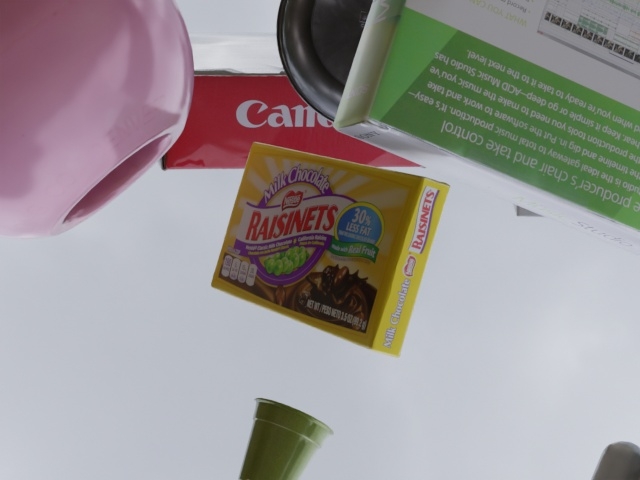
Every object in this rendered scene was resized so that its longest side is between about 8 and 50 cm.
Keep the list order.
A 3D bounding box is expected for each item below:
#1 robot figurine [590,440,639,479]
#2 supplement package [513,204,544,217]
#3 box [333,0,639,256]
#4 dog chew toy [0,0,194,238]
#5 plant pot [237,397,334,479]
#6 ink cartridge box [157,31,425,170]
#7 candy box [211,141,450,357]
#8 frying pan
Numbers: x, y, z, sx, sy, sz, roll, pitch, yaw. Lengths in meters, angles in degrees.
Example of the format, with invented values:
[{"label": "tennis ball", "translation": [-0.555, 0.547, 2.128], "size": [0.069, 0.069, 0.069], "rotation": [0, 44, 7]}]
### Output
[{"label": "robot figurine", "translation": [0.337, 0.266, 1.226], "size": [0.300, 0.200, 0.353], "rotation": [19, -87, 36]}, {"label": "supplement package", "translation": [0.242, -0.119, 1.493], "size": [0.105, 0.179, 0.105], "rotation": [2, -163, 1]}, {"label": "box", "translation": [0.163, -0.174, 0.941], "size": [0.058, 0.232, 0.322], "rotation": [-12, -122, 68]}, {"label": "dog chew toy", "translation": [-0.233, -0.163, 0.971], "size": [0.206, 0.332, 0.206], "rotation": [-40, 177, -2]}, {"label": "plant pot", "translation": [-0.040, 0.201, 1.457], "size": [0.083, 0.083, 0.079], "rotation": [8, -113, 42]}, {"label": "ink cartridge box", "translation": [-0.040, -0.155, 1.750], "size": [0.309, 0.130, 0.272], "rotation": [-1, -163, -15]}, {"label": "candy box", "translation": [0.000, 0.000, 0.959], "size": [0.206, 0.027, 0.105], "rotation": [16, -93, 58]}, {"label": "frying pan", "translation": [0.092, -0.252, 1.439], "size": [0.326, 0.197, 0.053], "rotation": [-56, 178, 4]}]
